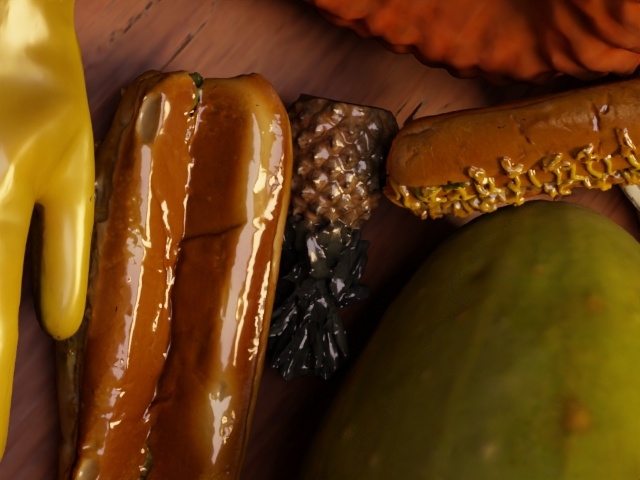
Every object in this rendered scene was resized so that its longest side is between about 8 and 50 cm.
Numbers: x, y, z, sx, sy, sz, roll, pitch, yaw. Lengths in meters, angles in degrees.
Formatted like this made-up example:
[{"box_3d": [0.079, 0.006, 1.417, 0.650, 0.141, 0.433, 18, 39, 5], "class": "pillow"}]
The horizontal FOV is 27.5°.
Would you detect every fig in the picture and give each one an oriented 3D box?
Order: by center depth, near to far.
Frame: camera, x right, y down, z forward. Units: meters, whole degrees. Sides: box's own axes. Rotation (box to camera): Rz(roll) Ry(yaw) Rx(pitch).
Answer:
[{"box_3d": [0.111, 0.137, 0.711, 0.258, 0.258, 0.326, 14, 67, -26], "class": "fig"}]

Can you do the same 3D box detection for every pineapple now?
[{"box_3d": [0.000, 0.000, 0.736, 0.074, 0.074, 0.159, 8, 94, -26], "class": "pineapple"}]

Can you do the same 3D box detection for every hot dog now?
[{"box_3d": [0.112, -0.047, 0.692, 0.165, 0.071, 0.045, -10, 69, 14], "class": "hot dog"}, {"box_3d": [-0.083, 0.039, 0.693, 0.115, 0.072, 0.269, 11, 93, -19], "class": "hot dog"}]

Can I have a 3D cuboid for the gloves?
[{"box_3d": [-0.187, -0.024, 0.629, 0.116, 0.133, 0.294, 3, 99, -67], "class": "gloves"}]

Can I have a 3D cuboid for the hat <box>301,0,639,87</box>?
[{"box_3d": [0.122, -0.298, 0.669, 0.285, 0.285, 0.400, 27, 77, -25], "class": "hat"}]

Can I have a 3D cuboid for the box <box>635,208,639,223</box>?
[{"box_3d": [0.321, 0.052, 0.895, 0.152, 0.070, 0.237, -26, 102, -22], "class": "box"}]

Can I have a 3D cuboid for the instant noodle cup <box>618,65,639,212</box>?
[{"box_3d": [0.271, -0.097, 0.757, 0.213, 0.213, 0.174, 42, 57, -22], "class": "instant noodle cup"}]
